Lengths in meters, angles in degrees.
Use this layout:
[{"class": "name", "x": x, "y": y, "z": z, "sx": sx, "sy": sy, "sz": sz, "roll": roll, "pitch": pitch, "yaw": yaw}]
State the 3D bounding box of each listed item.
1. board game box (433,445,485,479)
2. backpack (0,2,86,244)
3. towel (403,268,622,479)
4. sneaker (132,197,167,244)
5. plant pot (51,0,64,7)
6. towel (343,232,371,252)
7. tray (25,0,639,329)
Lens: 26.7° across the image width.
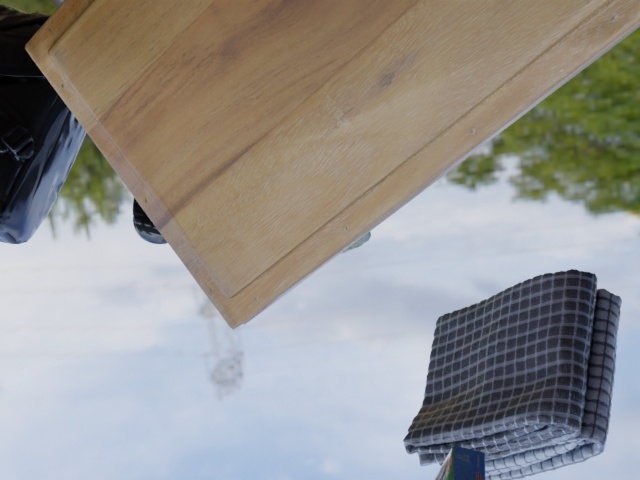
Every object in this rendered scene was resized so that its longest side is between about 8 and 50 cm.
[{"class": "board game box", "x": 0.109, "y": 0.328, "z": 1.315, "sx": 0.039, "sy": 0.211, "sz": 0.160, "roll": 14, "pitch": -140, "yaw": -7}, {"class": "backpack", "x": -0.455, "y": -0.159, "z": 1.591, "sx": 0.355, "sy": 0.290, "sz": 0.273, "roll": 19, "pitch": 158, "yaw": 3}, {"class": "towel", "x": 0.245, "y": 0.180, "z": 1.759, "sx": 0.121, "sy": 0.235, "sz": 0.284, "roll": 34, "pitch": 141, "yaw": -31}, {"class": "sneaker", "x": -0.166, "y": -0.054, "z": 1.794, "sx": 0.107, "sy": 0.124, "sz": 0.283, "roll": 17, "pitch": -143, "yaw": 9}, {"class": "plant pot", "x": -0.120, "y": -0.273, "z": 0.949, "sx": 0.280, "sy": 0.323, "sz": 0.323, "roll": 30, "pitch": -159, "yaw": 13}, {"class": "towel", "x": 0.000, "y": 0.000, "z": 1.829, "sx": 0.148, "sy": 0.027, "sz": 0.110, "roll": -22, "pitch": 156, "yaw": -6}, {"class": "tray", "x": 0.033, "y": -0.138, "z": 0.657, "sx": 0.411, "sy": 0.203, "sz": 0.076, "roll": -38, "pitch": 178, "yaw": 37}]
